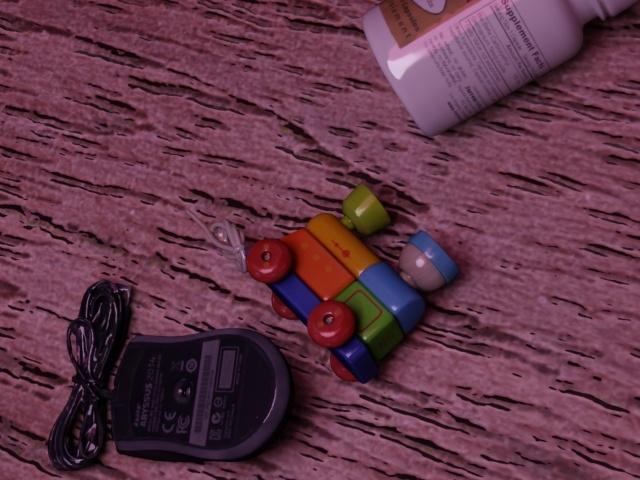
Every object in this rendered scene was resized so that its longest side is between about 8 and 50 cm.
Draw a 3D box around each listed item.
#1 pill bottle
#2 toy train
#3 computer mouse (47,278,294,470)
[{"bbox_3d":[0.163,-0.203,1.336,0.229,0.131,0.131,-30,64,10],"label":"pill bottle"},{"bbox_3d":[0.000,0.000,1.357,0.143,0.105,0.248,-41,61,-7],"label":"toy train"},{"bbox_3d":[-0.123,0.137,1.378,0.272,0.072,0.189,2,75,36],"label":"computer mouse"}]
